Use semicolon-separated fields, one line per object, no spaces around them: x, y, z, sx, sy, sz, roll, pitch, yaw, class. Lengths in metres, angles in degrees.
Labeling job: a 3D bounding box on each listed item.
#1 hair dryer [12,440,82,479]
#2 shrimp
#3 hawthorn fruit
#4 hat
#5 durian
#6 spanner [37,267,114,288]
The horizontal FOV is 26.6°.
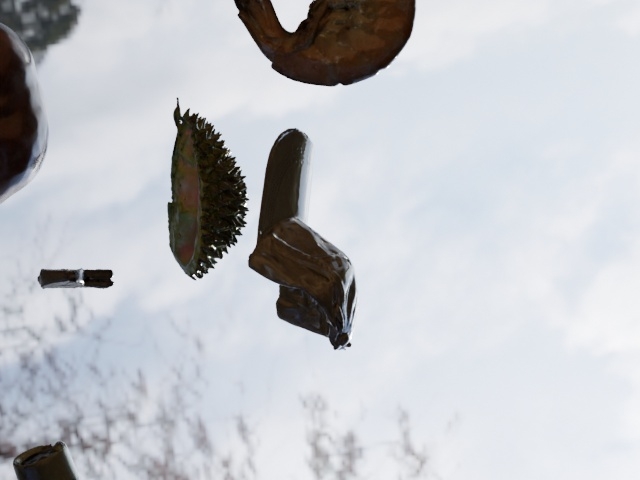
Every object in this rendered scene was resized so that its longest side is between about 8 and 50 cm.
-0.198;0.257;0.970;0.088;0.219;0.225;-13;173;26;hair dryer
-0.019;-0.289;1.304;0.169;0.296;0.058;-24;-170;-4;shrimp
-0.363;-0.117;1.231;0.208;0.208;0.248;-14;-163;-26;hawthorn fruit
0.000;0.000;1.622;0.149;0.244;0.214;16;165;14;hat
-0.132;-0.058;1.663;0.095;0.220;0.137;-16;-153;-25;durian
-0.310;0.054;1.777;0.093;0.026;0.325;0;177;-5;spanner
